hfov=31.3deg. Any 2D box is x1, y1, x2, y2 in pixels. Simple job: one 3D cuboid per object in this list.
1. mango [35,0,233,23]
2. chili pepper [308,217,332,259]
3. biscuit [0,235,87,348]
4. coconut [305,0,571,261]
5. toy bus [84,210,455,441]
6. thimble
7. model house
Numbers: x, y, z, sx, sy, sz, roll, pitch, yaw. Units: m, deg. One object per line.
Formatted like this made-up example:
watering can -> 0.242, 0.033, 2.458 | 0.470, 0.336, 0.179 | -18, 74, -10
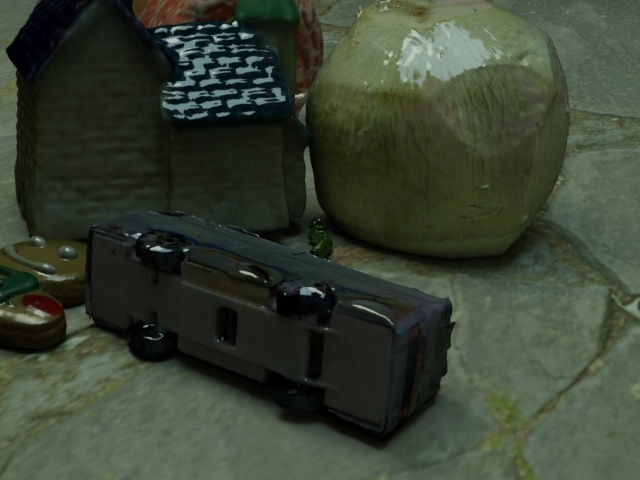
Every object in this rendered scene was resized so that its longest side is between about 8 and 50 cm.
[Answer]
mango -> -0.217, -0.298, 1.650 | 0.384, 0.199, 0.221 | 14, 26, -15
chili pepper -> 0.000, 0.000, 1.198 | 0.027, 0.022, 0.083 | 4, 27, -4
biscuit -> -0.312, 0.051, 0.998 | 0.197, 0.049, 0.301 | 21, 28, 30
coconut -> 0.130, -0.139, 1.251 | 0.297, 0.255, 0.297 | 3, 22, -1
toy bus -> -0.049, 0.055, 0.960 | 0.317, 0.112, 0.138 | 20, 24, 30
thimble -> -0.120, -0.249, 1.496 | 0.239, 0.239, 0.162 | -7, 22, -24
model house -> -0.170, -0.159, 1.201 | 0.298, 0.284, 0.243 | -6, 25, -19
